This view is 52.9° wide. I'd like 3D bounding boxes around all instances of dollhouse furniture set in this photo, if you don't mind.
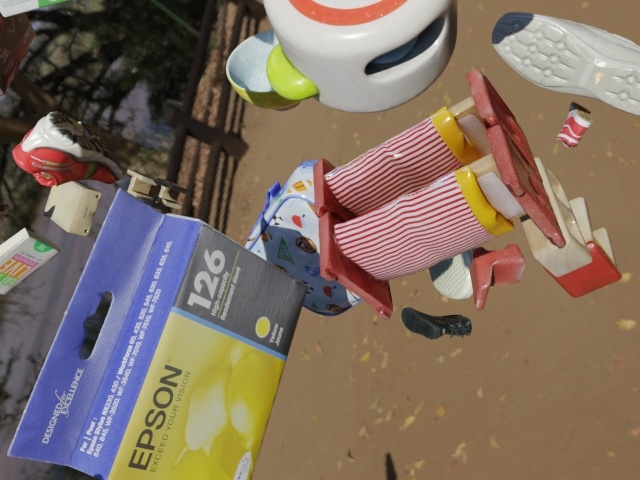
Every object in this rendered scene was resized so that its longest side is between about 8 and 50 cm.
[{"bbox_3d":[-0.462,-0.060,1.442,0.161,0.242,0.212,24,96,46],"label":"dollhouse furniture set"},{"bbox_3d":[0.183,0.012,0.706,0.201,0.374,0.152,-28,48,28],"label":"dollhouse furniture set"}]

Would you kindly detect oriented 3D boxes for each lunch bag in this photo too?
[{"bbox_3d":[0.000,0.000,1.100,0.303,0.243,0.115,-49,10,52],"label":"lunch bag"}]

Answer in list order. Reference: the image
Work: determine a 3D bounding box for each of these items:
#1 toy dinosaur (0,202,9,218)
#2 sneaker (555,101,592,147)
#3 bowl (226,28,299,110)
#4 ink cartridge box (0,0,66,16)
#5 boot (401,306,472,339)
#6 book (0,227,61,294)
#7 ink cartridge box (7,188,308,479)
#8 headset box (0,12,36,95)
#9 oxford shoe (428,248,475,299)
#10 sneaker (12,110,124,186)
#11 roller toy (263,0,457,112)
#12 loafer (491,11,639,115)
[{"bbox_3d":[-0.767,-0.038,1.200,0.200,0.295,0.127,86,-173,-72],"label":"toy dinosaur"},{"bbox_3d":[0.472,-0.215,1.203,0.067,0.042,0.118,-65,-4,31],"label":"sneaker"},{"bbox_3d":[-0.121,-0.483,1.924,0.289,0.156,0.289,-6,53,8],"label":"bowl"},{"bbox_3d":[-0.451,-0.456,0.945,0.153,0.208,0.087,-4,44,20],"label":"ink cartridge box"},{"bbox_3d":[0.232,0.161,1.277,0.121,0.099,0.045,26,115,56],"label":"boot"},{"bbox_3d":[-0.601,0.043,1.265,0.144,0.096,0.035,-38,62,2],"label":"book"},{"bbox_3d":[-0.161,0.139,0.772,0.072,0.307,0.304,5,71,37],"label":"ink cartridge box"},{"bbox_3d":[-0.642,-0.410,1.157,0.293,0.110,0.218,76,-171,-48],"label":"headset box"},{"bbox_3d":[0.351,0.041,1.679,0.449,0.130,0.169,-105,29,-78],"label":"oxford shoe"},{"bbox_3d":[-0.431,-0.139,1.097,0.118,0.107,0.279,-37,-7,0],"label":"sneaker"},{"bbox_3d":[0.043,-0.245,0.658,0.146,0.191,0.209,58,-135,-67],"label":"roller toy"},{"bbox_3d":[0.443,-0.299,1.075,0.111,0.319,0.112,-46,-19,-48],"label":"loafer"}]
